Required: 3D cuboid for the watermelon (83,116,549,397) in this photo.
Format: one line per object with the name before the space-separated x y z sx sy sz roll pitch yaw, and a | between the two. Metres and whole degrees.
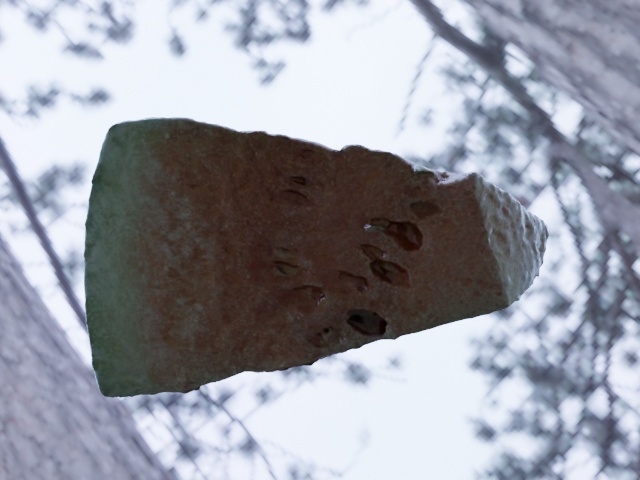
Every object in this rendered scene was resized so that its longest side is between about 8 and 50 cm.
watermelon | 0.000 0.000 0.904 0.241 0.094 0.154 1 -66 7
